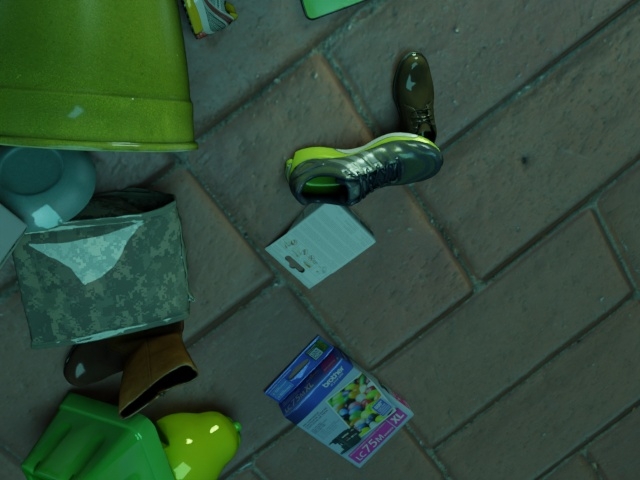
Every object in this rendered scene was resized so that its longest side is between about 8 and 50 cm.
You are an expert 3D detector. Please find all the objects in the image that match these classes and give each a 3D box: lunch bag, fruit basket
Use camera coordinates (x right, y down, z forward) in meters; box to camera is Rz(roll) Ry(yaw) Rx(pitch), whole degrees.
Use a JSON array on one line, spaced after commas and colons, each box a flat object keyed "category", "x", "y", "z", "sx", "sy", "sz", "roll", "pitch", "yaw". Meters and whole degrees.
[{"category": "lunch bag", "x": -0.375, "y": 0.040, "z": 1.281, "sx": 0.287, "sy": 0.169, "sz": 0.235, "roll": -6, "pitch": 113, "yaw": -10}, {"category": "fruit basket", "x": -0.353, "y": 0.461, "z": 1.464, "sx": 0.392, "sy": 0.283, "sz": 0.392, "roll": -16, "pitch": 109, "yaw": -57}]

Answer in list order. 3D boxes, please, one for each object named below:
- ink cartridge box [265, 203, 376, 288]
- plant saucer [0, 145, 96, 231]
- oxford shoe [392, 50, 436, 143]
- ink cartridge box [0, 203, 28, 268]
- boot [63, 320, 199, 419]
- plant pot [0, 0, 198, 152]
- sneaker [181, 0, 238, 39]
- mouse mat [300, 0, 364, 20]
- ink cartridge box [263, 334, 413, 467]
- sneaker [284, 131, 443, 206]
[{"category": "ink cartridge box", "x": 0.000, "y": 0.000, "z": 1.465, "sx": 0.179, "sy": 0.045, "sz": 0.145, "roll": -35, "pitch": 121, "yaw": 20}, {"category": "plant saucer", "x": -0.469, "y": -0.107, "z": 1.181, "sx": 0.195, "sy": 0.195, "sz": 0.037, "roll": -12, "pitch": 152, "yaw": -12}, {"category": "oxford shoe", "x": 0.190, "y": -0.243, "z": 1.377, "sx": 0.083, "sy": 0.096, "sz": 0.227, "roll": -12, "pitch": 114, "yaw": -11}, {"category": "ink cartridge box", "x": -0.639, "y": 0.000, "z": 1.117, "sx": 0.306, "sy": 0.131, "sz": 0.226, "roll": -23, "pitch": 124, "yaw": 35}, {"category": "boot", "x": -0.350, "y": 0.242, "z": 1.311, "sx": 0.264, "sy": 0.280, "sz": 0.096, "roll": -26, "pitch": 118, "yaw": -5}, {"category": "plant pot", "x": -0.355, "y": -0.320, "z": 1.052, "sx": 0.366, "sy": 0.366, "sz": 0.353, "roll": 1, "pitch": 101, "yaw": -18}, {"category": "sneaker", "x": -0.192, "y": -0.437, "z": 1.155, "sx": 0.092, "sy": 0.088, "sz": 0.225, "roll": -19, "pitch": 142, "yaw": -5}, {"category": "mouse mat", "x": 0.041, "y": -0.489, "z": 1.272, "sx": 0.189, "sy": 0.007, "sz": 0.152, "roll": -22, "pitch": 118, "yaw": -8}, {"category": "ink cartridge box", "x": 0.045, "y": 0.366, "z": 1.618, "sx": 0.186, "sy": 0.065, "sz": 0.311, "roll": -46, "pitch": 116, "yaw": 5}, {"category": "sneaker", "x": 0.081, "y": -0.116, "z": 1.344, "sx": 0.300, "sy": 0.121, "sz": 0.111, "roll": -10, "pitch": 126, "yaw": 7}]
